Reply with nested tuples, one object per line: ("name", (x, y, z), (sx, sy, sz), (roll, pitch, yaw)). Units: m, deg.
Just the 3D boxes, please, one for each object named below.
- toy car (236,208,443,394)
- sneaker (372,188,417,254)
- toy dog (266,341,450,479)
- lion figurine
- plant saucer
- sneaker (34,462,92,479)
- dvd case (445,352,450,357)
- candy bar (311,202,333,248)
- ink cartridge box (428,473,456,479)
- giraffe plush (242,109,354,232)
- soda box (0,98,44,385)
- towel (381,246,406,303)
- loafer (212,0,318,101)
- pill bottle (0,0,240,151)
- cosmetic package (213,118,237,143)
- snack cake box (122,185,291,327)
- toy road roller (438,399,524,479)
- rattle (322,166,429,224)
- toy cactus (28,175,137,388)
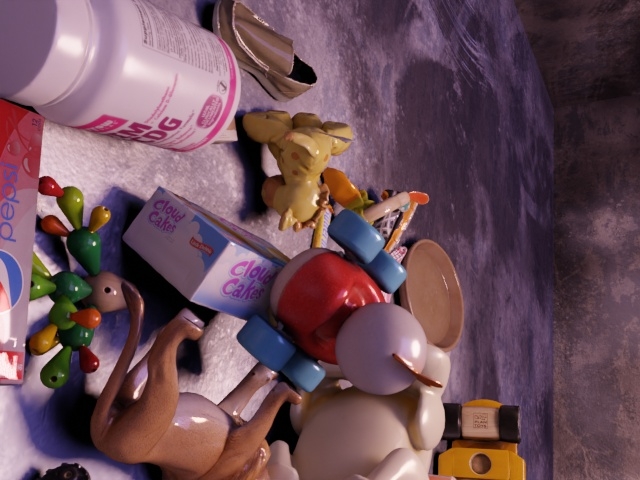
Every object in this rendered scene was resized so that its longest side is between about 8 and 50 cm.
("toy car", (0.062, 0.127, 0.920), (0.219, 0.238, 0.210), (-49, 146, -5))
("sneaker", (0.133, -0.018, 1.550), (0.215, 0.083, 0.084), (-59, 173, -26))
("toy dog", (0.039, 0.406, 1.118), (0.395, 0.284, 0.408), (80, 19, -50))
("lion figurine", (-0.166, 0.229, 0.869), (0.240, 0.142, 0.392), (-51, 129, -7))
("plant saucer", (0.267, 0.135, 1.756), (0.278, 0.041, 0.278), (24, 58, -47))
("sneaker", (-0.278, 0.347, 0.726), (0.086, 0.085, 0.237), (87, 8, -63))
("dvd case", (0.294, 0.239, 1.839), (0.179, 0.029, 0.239), (58, 38, -39))
("candy bar", (0.000, 0.000, 1.356), (0.040, 0.018, 0.161), (47, 46, -49))
("ink cartridge box", (0.199, 0.570, 1.478), (0.045, 0.145, 0.179), (47, 45, -56))
("giraffe plush", (-0.033, -0.108, 1.181), (0.181, 0.210, 0.170), (-2, 113, -32))
("soda box", (-0.328, 0.002, 0.672), (0.083, 0.092, 0.263), (22, 66, -59))
("towel", (0.124, 0.102, 1.487), (0.197, 0.029, 0.144), (-30, 141, -59))
("loafer", (-0.084, -0.317, 1.189), (0.251, 0.087, 0.094), (31, 58, -56))
("pill bottle", (-0.232, -0.198, 0.818), (0.283, 0.160, 0.160), (5, 80, -61))
("cosmetic package", (-0.162, -0.201, 1.072), (0.060, 0.041, 0.115), (-16, 99, -61))
("snack cake box", (-0.115, 0.037, 0.977), (0.089, 0.152, 0.264), (-55, 147, 3))
("toy road roller", (0.418, 0.571, 1.835), (0.240, 0.202, 0.329), (55, 37, -59))
("rattle", (0.110, -0.101, 1.458), (0.199, 0.130, 0.143), (-29, 75, -26))
("toy cactus", (-0.259, 0.048, 0.802), (0.180, 0.112, 0.219), (24, 55, -69))
